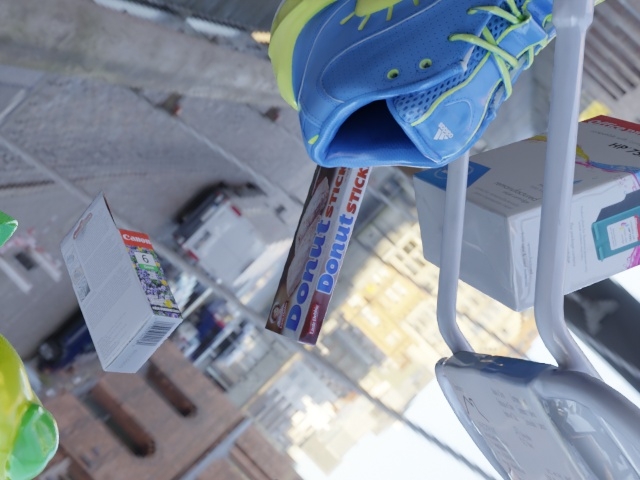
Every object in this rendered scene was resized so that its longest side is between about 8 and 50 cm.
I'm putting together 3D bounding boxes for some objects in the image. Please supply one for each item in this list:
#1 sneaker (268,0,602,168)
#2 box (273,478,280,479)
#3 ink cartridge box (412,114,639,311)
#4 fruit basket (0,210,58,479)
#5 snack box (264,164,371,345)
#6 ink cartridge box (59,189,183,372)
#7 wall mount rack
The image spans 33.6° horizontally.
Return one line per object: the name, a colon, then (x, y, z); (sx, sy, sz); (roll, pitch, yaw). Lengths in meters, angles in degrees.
sneaker: (0.086, -0.099, 0.500); (0.240, 0.126, 0.091); (-23, 141, 25)
box: (-0.120, 0.318, 0.797); (0.243, 0.117, 0.213); (-17, 141, -16)
ink cartridge box: (0.205, -0.034, 0.812); (0.231, 0.078, 0.134); (-19, -157, -20)
fruit basket: (-0.435, 0.127, 1.030); (0.392, 0.392, 0.283); (-46, 178, 13)
snack box: (0.000, 0.000, 0.924); (0.064, 0.022, 0.178); (13, -96, 59)
ink cartridge box: (-0.140, 0.028, 0.734); (0.029, 0.115, 0.063); (13, 129, -46)
wall mount rack: (0.133, 0.039, 0.541); (0.130, 0.304, 0.350); (-34, 180, -8)
